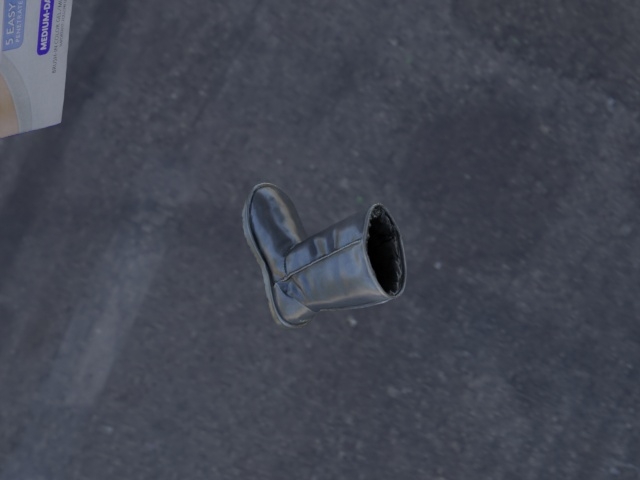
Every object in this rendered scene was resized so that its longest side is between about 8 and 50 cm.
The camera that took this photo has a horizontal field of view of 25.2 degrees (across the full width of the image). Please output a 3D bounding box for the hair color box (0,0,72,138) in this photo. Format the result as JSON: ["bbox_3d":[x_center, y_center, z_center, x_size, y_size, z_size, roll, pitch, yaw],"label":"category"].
[{"bbox_3d":[-0.334,-0.152,1.035,0.110,0.339,0.185,27,121,31],"label":"hair color box"}]

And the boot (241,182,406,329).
[{"bbox_3d":[0.002,-0.001,1.567,0.208,0.076,0.190,-33,74,59],"label":"boot"}]
